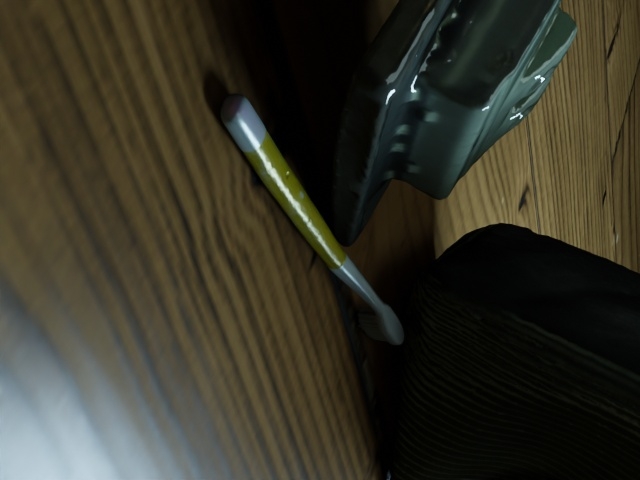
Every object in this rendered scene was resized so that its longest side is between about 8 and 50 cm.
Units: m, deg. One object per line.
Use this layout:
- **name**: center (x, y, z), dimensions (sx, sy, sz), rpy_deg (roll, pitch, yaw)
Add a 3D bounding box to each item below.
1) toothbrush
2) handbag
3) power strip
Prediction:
- **toothbrush**: center (0.000, 0.000, 0.646), dimensions (0.288, 0.024, 0.021), rpy_deg (55, 43, -53)
- **handbag**: center (0.215, 0.151, 0.815), dimensions (0.247, 0.340, 0.240), rpy_deg (-30, 138, -59)
- **power strip**: center (0.096, -0.121, 0.604), dimensions (0.251, 0.092, 0.257), rpy_deg (-53, 172, -14)
